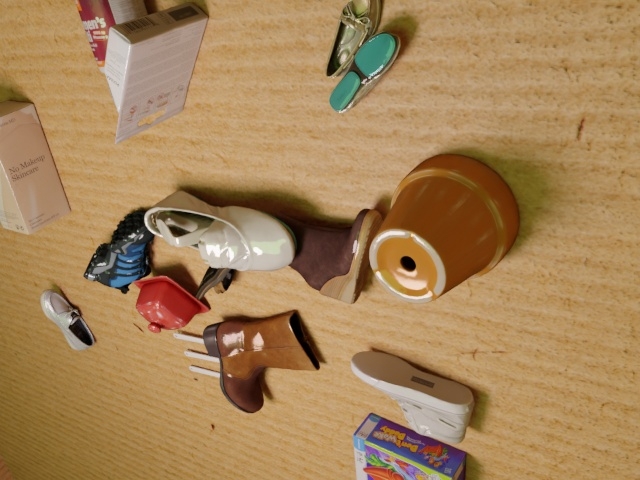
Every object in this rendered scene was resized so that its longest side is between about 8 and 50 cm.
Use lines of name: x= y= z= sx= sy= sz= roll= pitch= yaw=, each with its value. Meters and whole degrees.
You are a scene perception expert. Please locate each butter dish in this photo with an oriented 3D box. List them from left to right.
butter dish: x=-0.387 y=0.173 z=1.639 sx=0.160 sy=0.118 sz=0.160 roll=-11 pitch=136 yaw=43

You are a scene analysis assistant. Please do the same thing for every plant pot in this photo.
plant pot: x=0.177 y=-0.004 z=1.033 sx=0.205 sy=0.188 sz=0.205 roll=20 pitch=129 yaw=27

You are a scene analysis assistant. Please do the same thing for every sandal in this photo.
sandal: x=-0.219 y=0.079 z=1.504 sx=0.060 sy=0.090 sz=0.219 roll=35 pitch=132 yaw=-17

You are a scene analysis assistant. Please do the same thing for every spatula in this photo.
spatula: x=-0.279 y=0.306 z=1.741 sx=0.242 sy=0.019 sz=0.168 roll=5 pitch=127 yaw=36

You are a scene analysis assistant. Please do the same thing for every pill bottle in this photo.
pill bottle: x=-0.390 y=-0.436 z=1.244 sx=0.121 sy=0.121 sz=0.221 roll=7 pitch=123 yaw=36

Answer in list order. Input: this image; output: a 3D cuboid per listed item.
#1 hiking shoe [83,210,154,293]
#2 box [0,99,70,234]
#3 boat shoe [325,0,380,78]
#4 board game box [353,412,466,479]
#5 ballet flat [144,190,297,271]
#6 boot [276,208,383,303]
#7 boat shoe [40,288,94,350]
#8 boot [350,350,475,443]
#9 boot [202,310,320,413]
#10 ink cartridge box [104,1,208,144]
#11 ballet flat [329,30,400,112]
hiking shoe: x=-0.467 y=0.028 z=1.661 sx=0.132 sy=0.113 sz=0.304 roll=32 pitch=136 yaw=-26
box: x=-0.780 y=-0.188 z=1.713 sx=0.121 sy=0.148 sz=0.311 roll=12 pitch=127 yaw=31
boat shoe: x=0.046 y=-0.319 z=1.024 sx=0.056 sy=0.048 sz=0.153 roll=39 pitch=136 yaw=11
board game box: x=0.200 y=0.575 z=1.493 sx=0.233 sy=0.078 sz=0.347 roll=15 pitch=127 yaw=31
ballet flat: x=-0.221 y=-0.007 z=1.350 sx=0.400 sy=0.139 sz=0.139 roll=19 pitch=129 yaw=41
boot: x=0.000 y=0.000 z=1.250 sx=0.207 sy=0.090 sz=0.248 roll=31 pitch=137 yaw=16
boat shoe: x=-0.775 y=0.243 z=2.062 sx=0.081 sy=0.079 sz=0.227 roll=-12 pitch=116 yaw=33
boot: x=0.173 y=0.319 z=1.324 sx=0.258 sy=0.095 sz=0.123 roll=19 pitch=122 yaw=27
boot: x=-0.114 y=0.292 z=1.565 sx=0.280 sy=0.096 sz=0.264 roll=-11 pitch=104 yaw=33
ink cartridge box: x=-0.311 y=-0.307 z=1.219 sx=0.066 sy=0.189 sz=0.232 roll=43 pitch=137 yaw=7
ballet flat: x=0.073 y=-0.266 z=1.040 sx=0.168 sy=0.052 sz=0.057 roll=-41 pitch=80 yaw=40
